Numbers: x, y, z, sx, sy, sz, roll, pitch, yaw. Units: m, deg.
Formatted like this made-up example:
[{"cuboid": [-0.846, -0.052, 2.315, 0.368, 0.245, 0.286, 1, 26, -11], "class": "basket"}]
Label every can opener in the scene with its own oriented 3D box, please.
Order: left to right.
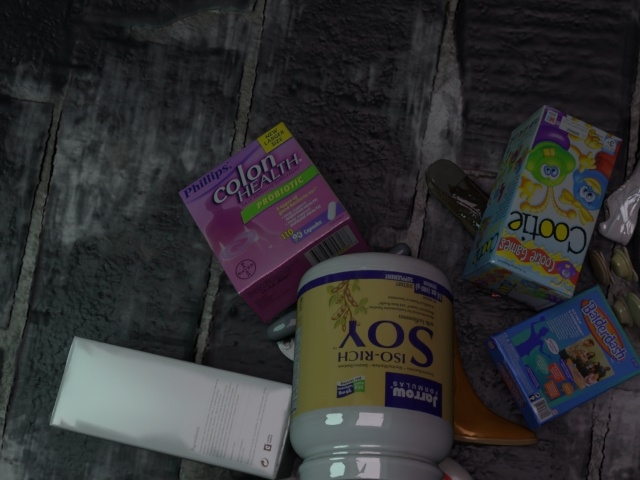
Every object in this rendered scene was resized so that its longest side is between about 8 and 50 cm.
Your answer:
[{"cuboid": [0.044, 0.103, 1.841, 0.280, 0.093, 0.074, -33, 78, -5], "class": "can opener"}]

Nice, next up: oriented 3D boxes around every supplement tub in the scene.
[{"cuboid": [0.077, 0.208, 1.641, 0.241, 0.241, 0.331, 0, 66, 6], "class": "supplement tub"}]

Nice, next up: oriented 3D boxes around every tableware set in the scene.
[{"cuboid": [0.475, 0.076, 1.759, 0.020, 0.168, 0.141, -22, 90, -7], "class": "tableware set"}]

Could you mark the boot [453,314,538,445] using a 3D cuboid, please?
[{"cuboid": [0.211, 0.219, 1.794, 0.295, 0.104, 0.211, 6, 77, 5], "class": "boot"}]

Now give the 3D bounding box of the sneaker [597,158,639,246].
[{"cuboid": [0.503, -0.070, 1.835, 0.061, 0.054, 0.152, 20, 83, 12], "class": "sneaker"}]

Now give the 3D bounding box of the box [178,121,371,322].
[{"cuboid": [-0.076, -0.032, 1.818, 0.213, 0.117, 0.243, -34, 55, 0], "class": "box"}]

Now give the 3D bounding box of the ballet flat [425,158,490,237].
[{"cuboid": [0.269, -0.036, 1.859, 0.250, 0.058, 0.084, 44, 69, 6], "class": "ballet flat"}]

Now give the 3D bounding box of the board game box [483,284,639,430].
[{"cuboid": [0.390, 0.185, 1.776, 0.210, 0.047, 0.160, -23, 77, -17], "class": "board game box"}]

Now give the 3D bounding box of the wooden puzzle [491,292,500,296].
[{"cuboid": [0.311, 0.070, 1.855, 0.083, 0.006, 0.049, 1, 80, 6], "class": "wooden puzzle"}]

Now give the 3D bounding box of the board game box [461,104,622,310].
[{"cuboid": [0.351, -0.048, 1.768, 0.142, 0.144, 0.275, 23, 74, -6], "class": "board game box"}]

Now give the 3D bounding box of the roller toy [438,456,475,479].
[{"cuboid": [0.167, 0.432, 1.737, 0.209, 0.146, 0.191, 24, 77, 19], "class": "roller toy"}]

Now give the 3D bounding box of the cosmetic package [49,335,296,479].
[{"cuboid": [-0.218, 0.272, 1.784, 0.365, 0.197, 0.155, 13, 81, 7], "class": "cosmetic package"}]
